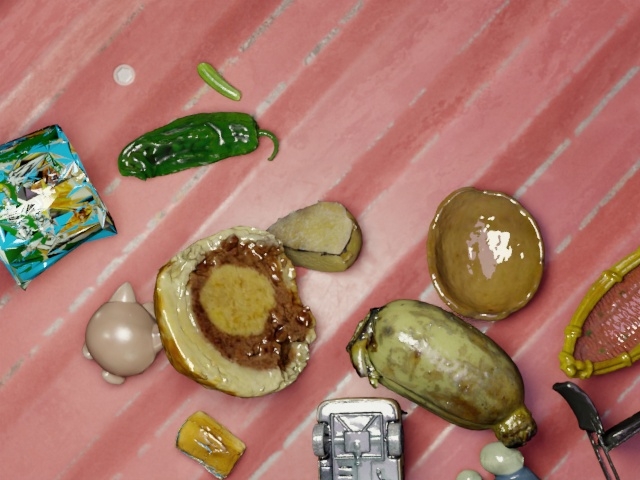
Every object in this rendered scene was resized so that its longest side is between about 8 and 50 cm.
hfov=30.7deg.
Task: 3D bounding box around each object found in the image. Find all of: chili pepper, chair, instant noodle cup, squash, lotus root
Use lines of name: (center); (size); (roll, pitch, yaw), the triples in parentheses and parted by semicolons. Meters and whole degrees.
chili pepper: (-0.199, -0.153, 1.879); (0.257, 0.074, 0.100); (-14, 86, 7)
chair: (0.464, 0.279, 1.752); (0.145, 0.140, 0.221); (-31, 80, 0)
instant noodle cup: (-0.442, -0.063, 1.815); (0.178, 0.240, 0.240); (-30, 83, -9)
squash: (-0.166, -0.257, 1.906); (0.089, 0.027, 0.027); (43, 88, 4)
lotus root: (0.194, 0.200, 1.762); (0.309, 0.173, 0.173); (32, 87, 1)

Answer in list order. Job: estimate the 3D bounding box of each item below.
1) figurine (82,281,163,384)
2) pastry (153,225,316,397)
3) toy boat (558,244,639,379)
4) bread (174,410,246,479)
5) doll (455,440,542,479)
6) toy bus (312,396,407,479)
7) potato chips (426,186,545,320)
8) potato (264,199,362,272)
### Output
figurine: (-0.306, 0.151, 1.833); (0.125, 0.125, 0.138); (44, 104, 7)
pastry: (-0.150, 0.123, 1.786); (0.237, 0.170, 0.256); (-23, 91, -32)
toy boat: (0.485, 0.097, 1.789); (0.318, 0.099, 0.141); (-43, 86, -4)
bread: (-0.175, 0.320, 1.834); (0.106, 0.053, 0.072); (36, 91, 1)
doll: (0.256, 0.457, 1.742); (0.258, 0.154, 0.228); (-43, 50, -8)
toy bus: (0.067, 0.378, 1.759); (0.140, 0.157, 0.289); (-4, 86, 9)
potato chips: (0.252, 0.021, 1.829); (0.195, 0.062, 0.208); (-35, 82, -6)
potato: (0.000, 0.000, 1.852); (0.172, 0.089, 0.100); (4, 61, 35)
